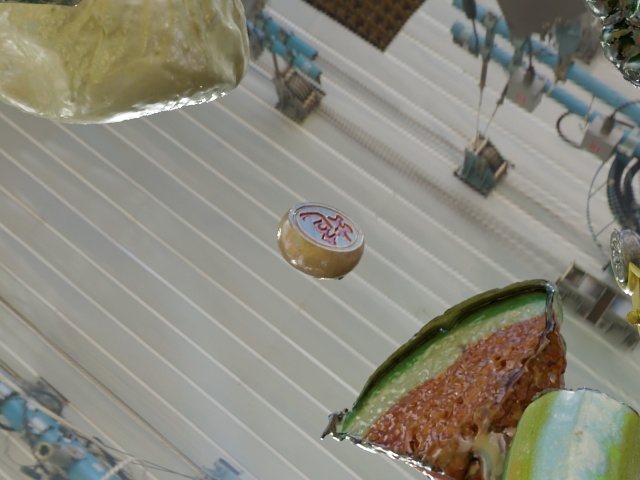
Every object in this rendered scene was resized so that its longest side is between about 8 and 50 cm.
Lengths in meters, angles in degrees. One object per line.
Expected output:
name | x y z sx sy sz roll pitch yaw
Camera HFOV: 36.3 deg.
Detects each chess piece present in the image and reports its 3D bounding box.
chess piece | 0.000 0.000 0.913 0.084 0.038 0.083 18 -147 -13

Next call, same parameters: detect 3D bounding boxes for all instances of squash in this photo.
squash | 0.148 0.179 0.603 0.095 0.095 0.188 21 -149 12

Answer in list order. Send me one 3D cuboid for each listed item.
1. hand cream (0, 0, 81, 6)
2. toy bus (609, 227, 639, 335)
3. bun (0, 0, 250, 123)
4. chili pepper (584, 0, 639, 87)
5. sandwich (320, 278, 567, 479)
hand cream | -0.268 -0.292 0.823 0.095 0.276 0.059 1 -118 -4
toy bus | 0.393 0.076 0.947 0.144 0.330 0.152 -9 -76 2
bun | -0.264 -0.291 1.235 0.349 0.352 0.227 3 -66 4
chili pepper | 0.474 -0.317 1.193 0.257 0.233 0.248 -20 -68 -26
sandwich | 0.170 0.171 1.046 0.292 0.109 0.212 -47 -141 -6
